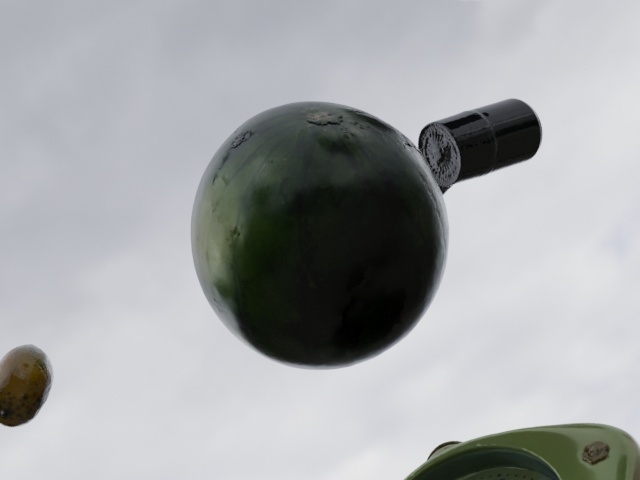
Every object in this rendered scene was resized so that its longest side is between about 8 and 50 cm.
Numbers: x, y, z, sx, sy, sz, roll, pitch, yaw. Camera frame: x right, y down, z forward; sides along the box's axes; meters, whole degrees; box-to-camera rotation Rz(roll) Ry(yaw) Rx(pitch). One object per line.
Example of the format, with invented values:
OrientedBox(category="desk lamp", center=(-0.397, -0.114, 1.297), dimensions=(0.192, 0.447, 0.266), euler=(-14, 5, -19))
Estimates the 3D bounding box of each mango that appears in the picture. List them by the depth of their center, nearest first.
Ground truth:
OrientedBox(category="mango", center=(-0.282, 0.132, 1.634), dimensions=(0.057, 0.114, 0.079), euler=(22, -78, -13))

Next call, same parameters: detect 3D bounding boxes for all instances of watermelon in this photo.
OrientedBox(category="watermelon", center=(-0.001, -0.004, 1.579), dimensions=(0.242, 0.242, 0.242), euler=(-29, -28, -18))

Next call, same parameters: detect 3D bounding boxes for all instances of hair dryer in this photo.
OrientedBox(category="hair dryer", center=(0.140, -0.070, 1.895), dimensions=(0.124, 0.071, 0.219), euler=(-17, -20, -35))

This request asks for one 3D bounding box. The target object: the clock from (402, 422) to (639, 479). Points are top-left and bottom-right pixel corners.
OrientedBox(category="clock", center=(0.142, 0.281, 1.541), dimensions=(0.308, 0.235, 0.096), euler=(-8, -45, 29))
